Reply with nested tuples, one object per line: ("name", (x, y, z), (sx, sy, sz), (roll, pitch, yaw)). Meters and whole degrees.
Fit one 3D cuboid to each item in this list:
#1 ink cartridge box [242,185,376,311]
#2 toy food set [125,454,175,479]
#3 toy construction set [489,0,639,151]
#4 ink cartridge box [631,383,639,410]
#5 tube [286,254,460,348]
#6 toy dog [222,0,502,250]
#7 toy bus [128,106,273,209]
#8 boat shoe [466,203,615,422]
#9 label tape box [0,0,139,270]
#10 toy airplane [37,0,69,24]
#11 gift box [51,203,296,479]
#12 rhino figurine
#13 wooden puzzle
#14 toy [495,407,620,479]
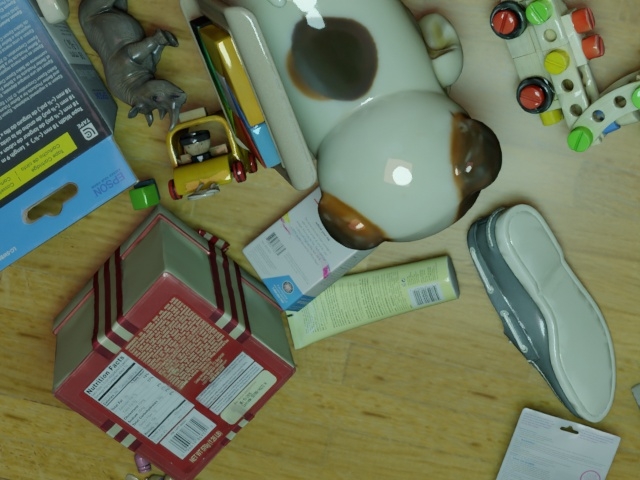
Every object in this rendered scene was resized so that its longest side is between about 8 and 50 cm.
("ink cartridge box", (0.000, 0.000, 1.805), (0.181, 0.061, 0.104), (-39, 74, 11))
("toy food set", (-0.222, 0.312, 1.919), (0.078, 0.019, 0.122), (38, 101, -1))
("toy construction set", (0.343, -0.253, 1.695), (0.215, 0.151, 0.327), (-13, 91, 33))
("ink cartridge box", (0.499, 0.291, 1.769), (0.092, 0.160, 0.219), (-24, 97, 8))
("tube", (0.066, 0.075, 1.833), (0.240, 0.070, 0.062), (-15, 140, 13))
("toy dog", (0.058, -0.196, 1.623), (0.284, 0.395, 0.408), (-27, 88, 1))
("toy bus", (-0.150, -0.119, 1.754), (0.202, 0.191, 0.104), (-7, 102, 52))
("boat shoe", (0.294, 0.100, 1.807), (0.099, 0.116, 0.319), (-11, 111, 51))
("label tape box", (-0.408, -0.161, 1.799), (0.240, 0.106, 0.333), (-32, 90, 11))
("toy airplane", (-0.419, -0.498, 1.621), (0.272, 0.384, 0.386), (-24, 54, -12))
("gift box", (-0.188, 0.145, 1.773), (0.255, 0.258, 0.276), (-42, 113, 9))
("rhino figurine", (-0.240, -0.240, 1.763), (0.106, 0.073, 0.243), (-32, 70, 13))
("wooden puzzle", (-0.093, -0.176, 1.552), (0.044, 0.239, 0.221), (-26, 112, -12))
("toy", (0.302, 0.343, 1.852), (0.137, 0.056, 0.237), (17, 106, -1))
